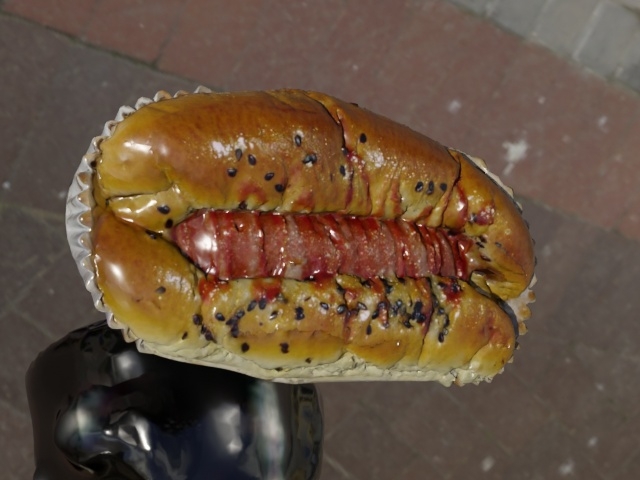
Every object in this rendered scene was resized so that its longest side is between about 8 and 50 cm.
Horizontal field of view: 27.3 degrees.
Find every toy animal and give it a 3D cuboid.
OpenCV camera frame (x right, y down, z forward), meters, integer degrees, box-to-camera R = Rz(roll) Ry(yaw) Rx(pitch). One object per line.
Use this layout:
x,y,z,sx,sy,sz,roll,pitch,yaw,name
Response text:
-0.083,0.178,0.851,0.212,0.267,0.212,-10,168,-2,toy animal

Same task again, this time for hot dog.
0.000,0.000,0.656,0.268,0.075,0.144,9,88,-30,hot dog
